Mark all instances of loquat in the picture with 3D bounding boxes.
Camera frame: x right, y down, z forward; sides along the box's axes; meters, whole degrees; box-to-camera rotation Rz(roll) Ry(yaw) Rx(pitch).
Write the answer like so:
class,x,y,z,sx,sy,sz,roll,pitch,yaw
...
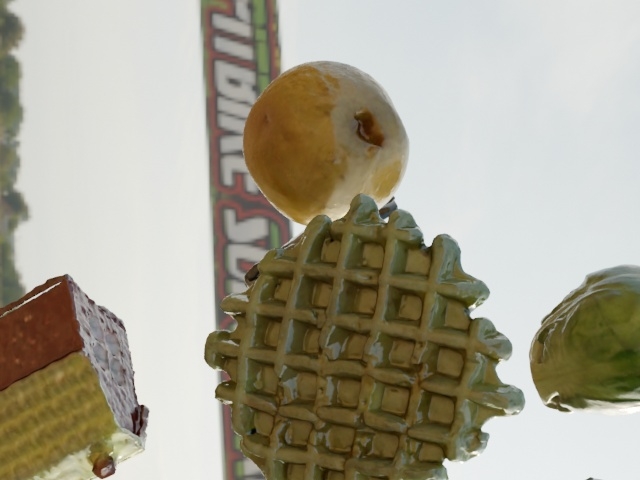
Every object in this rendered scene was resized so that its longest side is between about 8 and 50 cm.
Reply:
class,x,y,z,sx,sy,sz,roll,pitch,yaw
loquat,0.007,-0.116,1.318,0.208,0.208,0.208,179,-90,-73

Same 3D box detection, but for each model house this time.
class,x,y,z,sx,sy,sz,roll,pitch,yaw
model house,-0.324,0.199,1.267,0.160,0.196,0.254,58,4,-46

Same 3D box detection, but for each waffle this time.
class,x,y,z,sx,sy,sz,roll,pitch,yaw
waffle,0.029,0.119,1.043,0.309,0.056,0.291,-37,-109,19

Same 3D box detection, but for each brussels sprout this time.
class,x,y,z,sx,sy,sz,roll,pitch,yaw
brussels sprout,0.425,0.155,1.562,0.271,0.219,0.210,-30,-79,37

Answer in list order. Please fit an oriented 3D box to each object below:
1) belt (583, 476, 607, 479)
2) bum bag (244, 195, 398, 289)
class,x,y,z,sx,sy,sz,roll,pitch,yaw
belt,0.442,0.374,1.344,0.184,0.289,0.164,-151,-110,-86
bum bag,0.000,0.000,1.516,0.060,0.248,0.123,52,-15,-21
